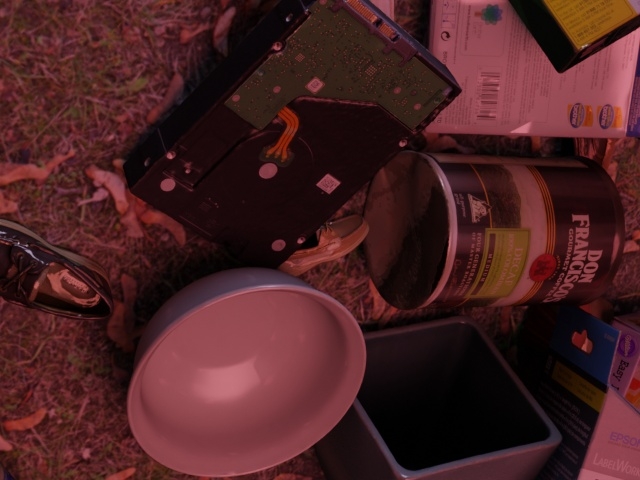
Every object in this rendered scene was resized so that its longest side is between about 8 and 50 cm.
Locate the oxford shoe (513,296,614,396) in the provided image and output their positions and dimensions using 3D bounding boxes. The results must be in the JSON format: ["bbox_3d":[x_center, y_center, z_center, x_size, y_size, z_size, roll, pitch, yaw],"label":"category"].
[{"bbox_3d":[0.337,0.235,2.000,0.130,0.123,0.348,12,107,-39],"label":"oxford shoe"}]

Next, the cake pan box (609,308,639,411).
[{"bbox_3d":[0.469,0.223,2.047,0.267,0.070,0.246,-4,118,-56],"label":"cake pan box"}]

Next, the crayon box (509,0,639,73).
[{"bbox_3d":[0.285,-0.383,1.623,0.202,0.081,0.319,-30,82,-13],"label":"crayon box"}]

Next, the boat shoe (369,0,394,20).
[{"bbox_3d":[0.065,-0.364,1.569,0.096,0.098,0.277,-19,120,-20],"label":"boat shoe"}]

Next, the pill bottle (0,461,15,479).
[{"bbox_3d":[-0.391,0.354,1.637,0.122,0.123,0.219,-36,126,-11],"label":"pill bottle"}]

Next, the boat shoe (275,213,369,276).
[{"bbox_3d":[0.000,0.000,1.735,0.135,0.050,0.045,-30,130,-14],"label":"boat shoe"}]

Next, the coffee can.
[{"bbox_3d":[0.221,-0.012,1.763,0.275,0.201,0.202,0,113,-29],"label":"coffee can"}]

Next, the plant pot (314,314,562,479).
[{"bbox_3d":[0.129,0.288,1.840,0.247,0.248,0.252,-9,134,-26],"label":"plant pot"}]

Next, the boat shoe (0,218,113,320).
[{"bbox_3d":[-0.328,0.036,1.550,0.223,0.073,0.080,23,100,-36],"label":"boat shoe"}]

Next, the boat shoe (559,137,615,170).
[{"bbox_3d":[0.349,-0.070,1.892,0.073,0.073,0.207,-3,107,-27],"label":"boat shoe"}]

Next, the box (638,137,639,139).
[{"bbox_3d":[0.454,-0.273,1.794,0.142,0.163,0.247,-12,118,-25],"label":"box"}]

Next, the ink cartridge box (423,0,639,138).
[{"bbox_3d":[0.285,-0.224,1.712,0.311,0.065,0.186,2,115,-1],"label":"ink cartridge box"}]

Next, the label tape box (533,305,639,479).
[{"bbox_3d":[0.350,0.267,1.803,0.105,0.240,0.334,16,95,-10],"label":"label tape box"}]

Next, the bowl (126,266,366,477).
[{"bbox_3d":[-0.105,0.137,1.672,0.297,0.134,0.298,-12,129,-15],"label":"bowl"}]

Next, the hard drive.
[{"bbox_3d":[-0.033,-0.132,1.591,0.339,0.064,0.237,-44,130,17],"label":"hard drive"}]
